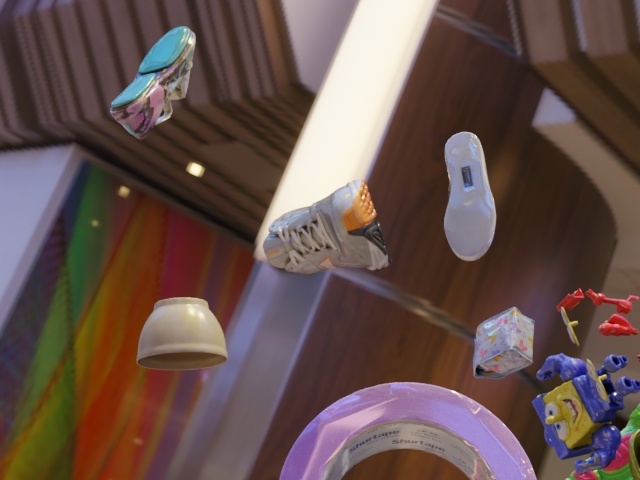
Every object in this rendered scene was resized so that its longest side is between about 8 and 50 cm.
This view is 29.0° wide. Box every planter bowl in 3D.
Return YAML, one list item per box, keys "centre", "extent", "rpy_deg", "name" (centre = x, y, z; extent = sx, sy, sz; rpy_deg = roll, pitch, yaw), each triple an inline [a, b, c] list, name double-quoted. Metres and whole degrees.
- centre: [-0.247, 0.164, 2.217]
  extent: [0.162, 0.109, 0.162]
  rpy_deg: [-2, -17, -1]
  name: "planter bowl"

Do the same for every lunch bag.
- centre: [0.234, 0.137, 1.609]
  extent: [0.053, 0.071, 0.083]
  rpy_deg: [36, -47, -27]
  name: "lunch bag"

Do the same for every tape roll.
- centre: [0.092, 0.293, 1.314]
  extent: [0.275, 0.274, 0.090]
  rpy_deg: [18, -27, 12]
  name: "tape roll"

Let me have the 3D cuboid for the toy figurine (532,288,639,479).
- centre: [0.438, 0.279, 1.909]
  extent: [0.191, 0.362, 0.217]
  rpy_deg: [-3, -34, -36]
  name: "toy figurine"

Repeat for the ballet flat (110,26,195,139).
- centre: [-0.231, -0.221, 1.785]
  extent: [0.077, 0.221, 0.079]
  rpy_deg: [-8, -54, 28]
  name: "ballet flat"

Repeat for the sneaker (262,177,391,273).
- centre: [0.000, 0.000, 1.343]
  extent: [0.121, 0.099, 0.262]
  rpy_deg: [-17, -3, -6]
  name: "sneaker"

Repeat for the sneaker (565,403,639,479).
- centre: [0.587, 0.354, 2.010]
  extent: [0.202, 0.483, 0.185]
  rpy_deg: [32, 24, -45]
  name: "sneaker"

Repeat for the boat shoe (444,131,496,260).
- centre: [0.230, -0.058, 1.914]
  extent: [0.080, 0.228, 0.076]
  rpy_deg: [-12, -34, 11]
  name: "boat shoe"
